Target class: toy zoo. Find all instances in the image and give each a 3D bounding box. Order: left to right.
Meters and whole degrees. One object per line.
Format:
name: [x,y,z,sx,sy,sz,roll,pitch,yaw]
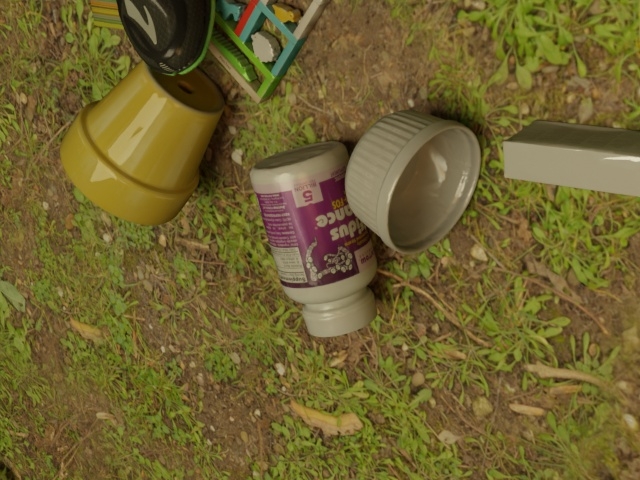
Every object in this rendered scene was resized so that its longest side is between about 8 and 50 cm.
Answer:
toy zoo: [-0.095,-0.391,1.587,0.192,0.030,0.293,48,135,11]

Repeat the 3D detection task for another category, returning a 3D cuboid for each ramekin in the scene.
ramekin: [0.131,-0.095,1.427,0.109,0.207,0.207,34,131,36]

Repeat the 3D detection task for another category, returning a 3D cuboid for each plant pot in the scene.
plant pot: [-0.301,-0.196,1.736,0.254,0.254,0.239,48,119,11]

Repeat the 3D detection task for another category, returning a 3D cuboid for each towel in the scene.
towel: [-0.393,-0.513,1.796,0.102,0.021,0.237,15,120,29]

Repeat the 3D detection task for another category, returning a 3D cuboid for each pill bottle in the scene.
pill bottle: [0.000,0.000,1.608,0.169,0.169,0.302,-2,111,42]

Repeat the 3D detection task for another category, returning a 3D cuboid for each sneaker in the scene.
sneaker: [-0.316,-0.497,1.563,0.185,0.202,0.483,-14,97,25]

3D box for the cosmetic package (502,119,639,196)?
cosmetic package: [0.371,-0.107,1.278,0.239,0.099,0.061,12,119,37]
